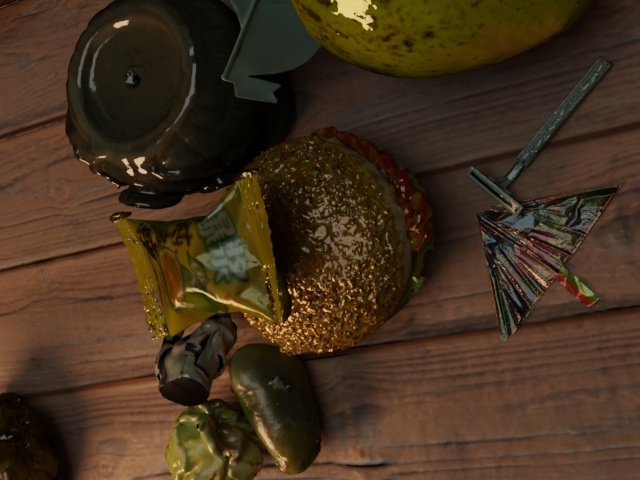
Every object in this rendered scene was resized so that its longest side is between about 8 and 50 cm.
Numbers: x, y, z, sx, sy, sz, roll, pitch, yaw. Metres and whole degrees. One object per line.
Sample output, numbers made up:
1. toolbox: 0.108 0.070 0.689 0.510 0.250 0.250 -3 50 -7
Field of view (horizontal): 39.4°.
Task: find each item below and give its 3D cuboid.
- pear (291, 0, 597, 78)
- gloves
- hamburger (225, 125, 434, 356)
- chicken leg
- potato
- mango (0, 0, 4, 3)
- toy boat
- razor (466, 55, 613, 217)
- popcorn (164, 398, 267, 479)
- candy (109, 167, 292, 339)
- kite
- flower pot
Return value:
1. pear: 0.144 -0.364 0.973 0.391 0.391 0.390 0 90 28
2. gloves: -0.170 0.123 1.256 0.111 0.212 0.127 17 138 -2
3. hamburger: 0.000 0.000 1.140 0.276 0.179 0.294 46 110 19
4. chicken leg: -0.495 0.465 1.439 0.201 0.153 0.428 -1 97 40
5. potato: -0.055 0.225 1.215 0.188 0.105 0.085 69 160 6
6. mango: -0.655 -0.470 1.463 0.446 0.232 0.299 -9 82 21
7. toy boat: -0.056 -0.290 1.129 0.067 0.221 0.291 128 160 -51
8. razor: 0.276 -0.134 1.082 0.084 0.036 0.211 42 103 14
9. popcorn: -0.147 0.294 1.248 0.141 0.162 0.135 38 73 -14
10. candy: -0.148 0.026 1.099 0.297 0.081 0.187 -10 99 46
11. kite: 0.270 0.011 1.093 0.183 0.014 0.241 44 108 20
12. flower pot: -0.201 -0.189 1.227 0.302 0.213 0.301 0 90 28
